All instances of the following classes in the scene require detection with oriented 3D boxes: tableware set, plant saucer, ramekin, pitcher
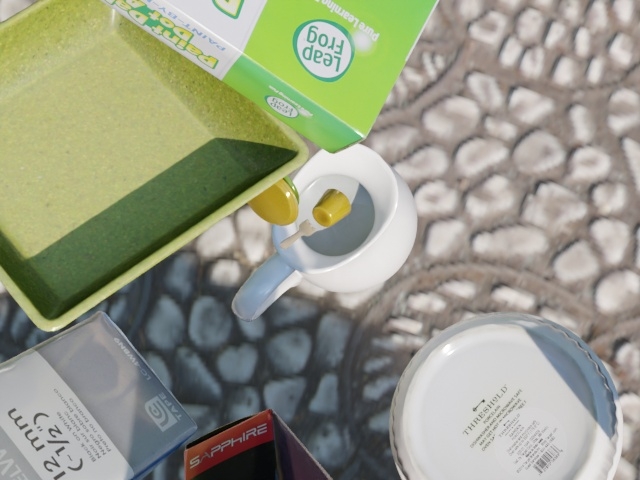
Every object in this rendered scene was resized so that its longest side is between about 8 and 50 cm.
[{"bbox_3d":[-0.039,-0.070,1.042,0.154,0.104,0.024,51,53,-6],"label":"tableware set"},{"bbox_3d":[-0.135,-0.053,0.897,0.188,0.045,0.188,-35,68,-20],"label":"plant saucer"},{"bbox_3d":[0.158,0.158,1.322,0.207,0.109,0.207,-2,79,9],"label":"ramekin"},{"bbox_3d":[0.000,0.000,1.322,0.178,0.207,0.125,-44,84,3],"label":"pitcher"}]

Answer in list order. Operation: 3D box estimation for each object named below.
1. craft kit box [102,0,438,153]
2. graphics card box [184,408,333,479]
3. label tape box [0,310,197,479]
[{"bbox_3d":[-0.030,-0.216,0.836,0.250,0.061,0.246,32,74,-15],"label":"craft kit box"},{"bbox_3d":[-0.003,0.328,1.119,0.094,0.232,0.371,-26,34,15],"label":"graphics card box"},{"bbox_3d":[-0.259,0.192,0.912,0.115,0.249,0.348,52,25,6],"label":"label tape box"}]
